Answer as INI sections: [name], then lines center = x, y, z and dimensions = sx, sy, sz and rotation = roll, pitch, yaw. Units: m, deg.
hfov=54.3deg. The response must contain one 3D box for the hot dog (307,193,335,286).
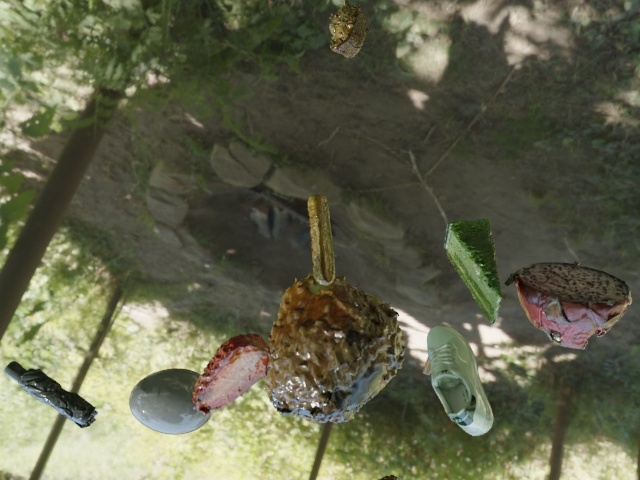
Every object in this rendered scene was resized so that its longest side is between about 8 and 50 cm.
[hot dog]
center = 0.000, 0.000, 1.425
dimensions = 0.047, 0.215, 0.066
rotation = -15, 165, 35

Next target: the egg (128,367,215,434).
[egg]
center = -0.398, 0.431, 1.681
dimensions = 0.232, 0.176, 0.176
rotation = 17, 163, -29

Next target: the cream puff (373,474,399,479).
[cream puff]
center = 0.095, 0.537, 1.134
dimensions = 0.183, 0.168, 0.183
rotation = -22, 162, -8

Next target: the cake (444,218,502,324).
[cake]
center = 0.361, 0.061, 1.346
dimensions = 0.099, 0.235, 0.100
rotation = -12, 135, -10

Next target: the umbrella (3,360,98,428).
[umbrella]
center = -0.600, 0.335, 1.388
dimensions = 0.236, 0.059, 0.066
rotation = 31, 121, 9

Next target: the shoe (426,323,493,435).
[shoe]
center = 0.275, 0.273, 1.310
dimensions = 0.095, 0.264, 0.110
rotation = -38, 135, 19

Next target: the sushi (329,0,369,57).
[sushi]
center = 0.042, -0.342, 0.999
dimensions = 0.062, 0.117, 0.060
rotation = -25, 137, 24

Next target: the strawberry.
[strawberry]
center = -0.182, 0.247, 1.207
dimensions = 0.121, 0.188, 0.082
rotation = 41, -171, -44

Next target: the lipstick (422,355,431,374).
[lipstick]
center = 0.269, 0.278, 1.506
dimensions = 0.019, 0.094, 0.019
rotation = 19, 175, 2

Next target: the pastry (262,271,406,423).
[pastry]
center = 0.043, 0.282, 1.638
dimensions = 0.338, 0.404, 0.292
rotation = 0, 150, 26

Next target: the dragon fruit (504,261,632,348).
[dragon fruit]
center = 0.503, 0.145, 1.280
dimensions = 0.224, 0.148, 0.218
rotation = -14, -154, -36
